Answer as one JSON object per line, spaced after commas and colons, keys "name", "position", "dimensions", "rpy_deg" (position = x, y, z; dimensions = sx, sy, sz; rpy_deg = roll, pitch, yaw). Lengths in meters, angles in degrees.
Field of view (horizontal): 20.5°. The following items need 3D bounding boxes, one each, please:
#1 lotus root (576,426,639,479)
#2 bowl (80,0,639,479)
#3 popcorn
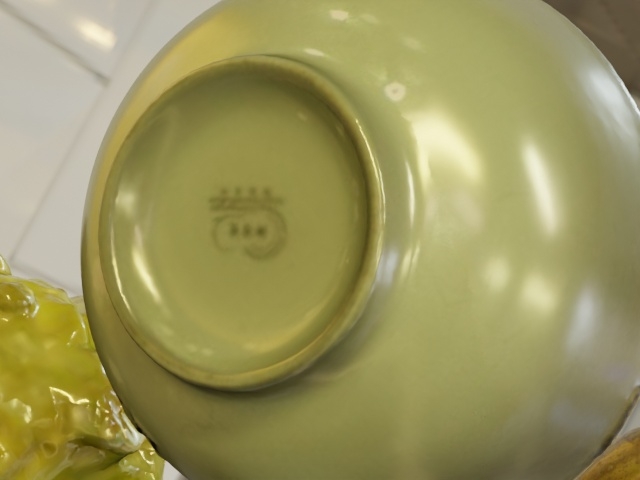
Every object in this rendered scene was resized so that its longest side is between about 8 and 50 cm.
{"name": "lotus root", "position": [0.321, 0.244, 1.720], "dimensions": [0.120, 0.209, 0.120], "rpy_deg": [42, 25, -25]}
{"name": "bowl", "position": [0.000, 0.000, 0.979], "dimensions": [0.354, 0.354, 0.185], "rpy_deg": [27, 7, 29]}
{"name": "popcorn", "position": [-0.260, 0.139, 1.270], "dimensions": [0.312, 0.312, 0.312], "rpy_deg": [28, -3, 1]}
